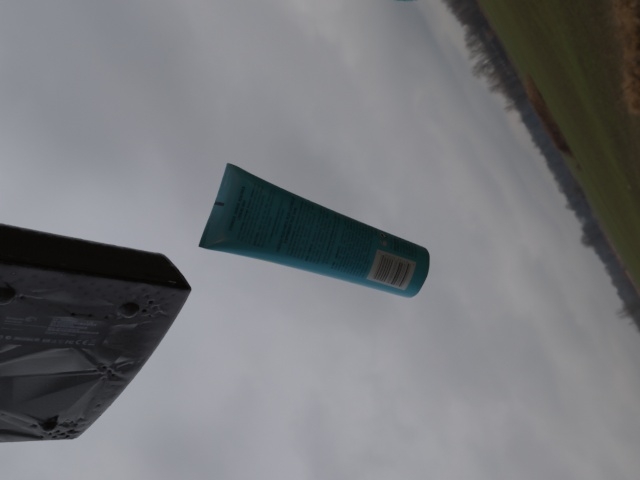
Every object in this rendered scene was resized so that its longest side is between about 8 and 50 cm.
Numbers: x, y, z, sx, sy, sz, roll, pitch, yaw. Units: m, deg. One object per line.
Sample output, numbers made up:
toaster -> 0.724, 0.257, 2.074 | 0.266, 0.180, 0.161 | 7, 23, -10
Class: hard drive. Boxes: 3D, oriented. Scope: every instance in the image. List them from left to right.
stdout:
hard drive -> -0.233, 0.087, 0.413 | 0.172, 0.255, 0.054 | 14, -140, -39

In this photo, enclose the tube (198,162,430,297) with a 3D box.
tube -> 0.000, 0.000, 0.475 | 0.207, 0.052, 0.080 | 19, -109, -15
